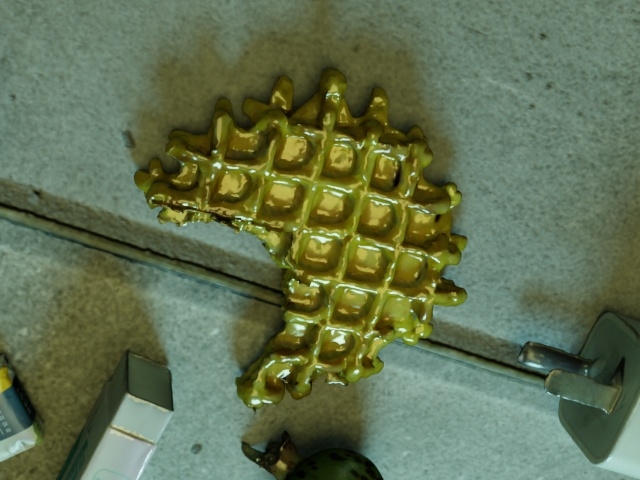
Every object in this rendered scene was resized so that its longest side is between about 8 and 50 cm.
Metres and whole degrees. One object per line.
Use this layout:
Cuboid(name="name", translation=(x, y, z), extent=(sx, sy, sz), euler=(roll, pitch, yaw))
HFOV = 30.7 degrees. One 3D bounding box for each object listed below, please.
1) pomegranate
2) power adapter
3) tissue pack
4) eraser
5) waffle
Cuboid(name="pomegranate", translation=(-0.008, 0.233, 1.071), extent=(0.161, 0.122, 0.122), euler=(44, 98, 11))
Cuboid(name="power adapter", translation=(0.283, 0.142, 1.070), extent=(0.205, 0.130, 0.125), euler=(19, 104, -13))
Cuboid(name="tissue pack", translation=(-0.289, 0.151, 1.030), extent=(0.062, 0.042, 0.083), euler=(-23, 110, -3))
Cuboid(name="eraser", translation=(-0.202, 0.217, 1.036), extent=(0.052, 0.095, 0.225), euler=(25, 102, -16))
Cuboid(name="waffle", translation=(0.000, 0.000, 1.014), extent=(0.260, 0.069, 0.292), euler=(-26, 111, 1))
